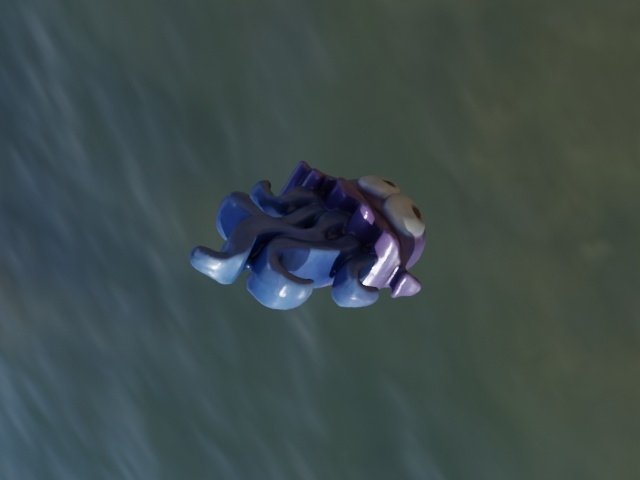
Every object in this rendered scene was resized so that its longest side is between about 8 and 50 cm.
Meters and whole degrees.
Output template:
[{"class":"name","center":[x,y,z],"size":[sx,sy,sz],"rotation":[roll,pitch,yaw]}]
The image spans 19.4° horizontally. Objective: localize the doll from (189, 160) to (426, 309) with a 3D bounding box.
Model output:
[{"class":"doll","center":[0.000,0.000,1.106],"size":[0.110,0.206,0.067],"rotation":[47,124,20]}]
